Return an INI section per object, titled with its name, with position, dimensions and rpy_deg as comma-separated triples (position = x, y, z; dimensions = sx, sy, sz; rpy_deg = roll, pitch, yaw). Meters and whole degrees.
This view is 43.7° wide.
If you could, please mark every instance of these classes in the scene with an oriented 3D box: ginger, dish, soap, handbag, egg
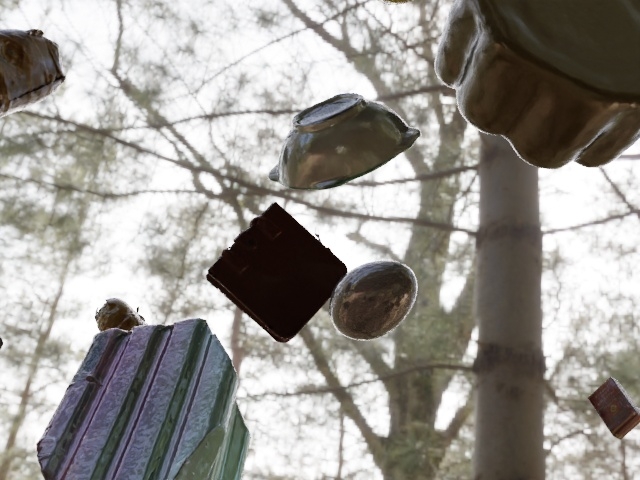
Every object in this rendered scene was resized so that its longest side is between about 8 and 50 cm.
[ginger]
position = -0.719, -0.311, 1.639
dimensions = 0.254, 0.418, 0.176
rpy_deg = -15, -68, 38
[dish]
position = 0.025, -0.155, 1.111
dimensions = 0.224, 0.246, 0.078
rpy_deg = -13, -66, 21
[soap]
position = -0.175, 0.209, 0.811
dimensions = 0.193, 0.324, 0.109
rpy_deg = -9, -64, 8
[handbag]
position = -0.105, 0.081, 1.961
dimensions = 0.275, 0.260, 0.084
rpy_deg = 44, -17, 0
[egg]
position = 0.105, 0.117, 1.596
dimensions = 0.146, 0.146, 0.198
rpy_deg = 29, -53, -33

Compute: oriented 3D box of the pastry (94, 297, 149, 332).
[pastry]
position = -0.351, 0.173, 1.463
dimensions = 0.081, 0.153, 0.153
rpy_deg = -33, -28, -10

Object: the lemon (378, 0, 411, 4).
[lemon]
position = 0.102, -0.376, 1.060
dimensions = 0.109, 0.109, 0.133
rpy_deg = 5, -39, 11

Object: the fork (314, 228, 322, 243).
[fork]
position = -0.001, 0.001, 2.066
dimensions = 0.016, 0.115, 0.012
rpy_deg = 7, -57, -18

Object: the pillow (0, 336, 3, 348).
[pillow]
position = -0.455, 0.083, 0.817
dimensions = 0.232, 0.126, 0.043
rpy_deg = 43, -24, -20

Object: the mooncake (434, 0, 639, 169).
[mooncake]
position = 0.371, -0.288, 1.274
dimensions = 0.378, 0.378, 0.201
rpy_deg = 14, -37, -8

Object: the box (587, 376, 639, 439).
[box]
position = 0.448, 0.254, 1.213
dimensions = 0.023, 0.082, 0.051
rpy_deg = 28, -68, -28
